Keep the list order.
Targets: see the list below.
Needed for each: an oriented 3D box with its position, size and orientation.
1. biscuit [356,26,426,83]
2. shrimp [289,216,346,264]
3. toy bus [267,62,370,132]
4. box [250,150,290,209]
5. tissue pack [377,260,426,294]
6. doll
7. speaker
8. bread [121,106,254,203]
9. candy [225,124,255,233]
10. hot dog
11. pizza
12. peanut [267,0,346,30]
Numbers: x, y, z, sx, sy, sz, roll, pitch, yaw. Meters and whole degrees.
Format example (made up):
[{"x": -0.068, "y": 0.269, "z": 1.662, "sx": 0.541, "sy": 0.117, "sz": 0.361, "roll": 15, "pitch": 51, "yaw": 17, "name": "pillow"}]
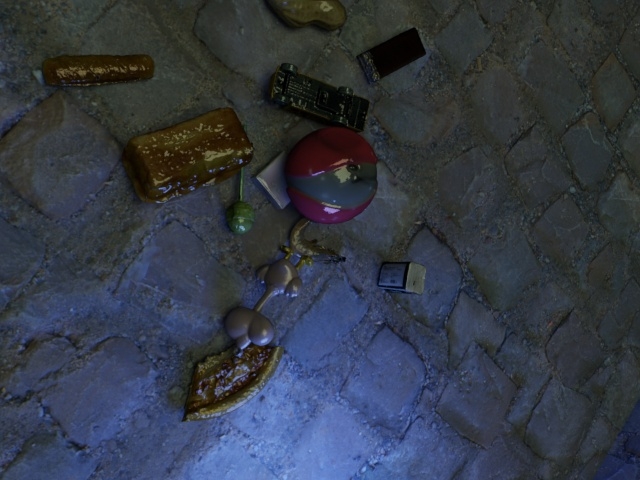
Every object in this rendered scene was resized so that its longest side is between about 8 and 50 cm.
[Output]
[{"x": 0.242, "y": -0.629, "z": 1.923, "sx": 0.252, "sy": 0.070, "sz": 0.106, "roll": -34, "pitch": 106, "yaw": -24, "name": "biscuit"}, {"x": 0.000, "y": 0.000, "z": 1.827, "sx": 0.219, "sy": 0.046, "sz": 0.152, "roll": 20, "pitch": 85, "yaw": -27, "name": "shrimp"}, {"x": -0.009, "y": -0.435, "z": 1.764, "sx": 0.335, "sy": 0.123, "sz": 0.121, "roll": 14, "pitch": 87, "yaw": -28, "name": "toy bus"}, {"x": -0.123, "y": -0.187, "z": 1.751, "sx": 0.129, "sy": 0.051, "sz": 0.130, "roll": -47, "pitch": 110, "yaw": -19, "name": "box"}, {"x": 0.273, "y": 0.126, "z": 1.906, "sx": 0.090, "sy": 0.170, "sz": 0.103, "roll": 16, "pitch": 82, "yaw": -28, "name": "tissue pack"}, {"x": -0.162, "y": 0.181, "z": 1.691, "sx": 0.365, "sy": 0.160, "sz": 0.094, "roll": -60, "pitch": 157, "yaw": -15, "name": "doll"}, {"x": 0.037, "y": -0.186, "z": 1.708, "sx": 0.294, "sy": 0.294, "sz": 0.294, "roll": -1, "pitch": 92, "yaw": -28, "name": "speaker"}, {"x": -0.362, "y": -0.232, "z": 1.561, "sx": 0.344, "sy": 0.149, "sz": 0.195, "roll": -25, "pitch": 89, "yaw": -28, "name": "bread"}, {"x": -0.235, "y": -0.184, "z": 1.683, "sx": 0.093, "sy": 0.092, "sz": 0.335, "roll": 8, "pitch": 79, "yaw": -41, "name": "candy"}, {"x": -0.580, "y": -0.455, "z": 1.493, "sx": 0.286, "sy": 0.061, "sz": 0.088, "roll": -18, "pitch": 88, "yaw": -28, "name": "hot dog"}, {"x": -0.263, "y": 0.406, "z": 1.680, "sx": 0.365, "sy": 0.074, "sz": 0.182, "roll": -27, "pitch": 104, "yaw": -25, "name": "pizza"}, {"x": -0.037, "y": -0.716, "z": 1.747, "sx": 0.274, "sy": 0.111, "sz": 0.125, "roll": 2, "pitch": 95, "yaw": -28, "name": "peanut"}]
